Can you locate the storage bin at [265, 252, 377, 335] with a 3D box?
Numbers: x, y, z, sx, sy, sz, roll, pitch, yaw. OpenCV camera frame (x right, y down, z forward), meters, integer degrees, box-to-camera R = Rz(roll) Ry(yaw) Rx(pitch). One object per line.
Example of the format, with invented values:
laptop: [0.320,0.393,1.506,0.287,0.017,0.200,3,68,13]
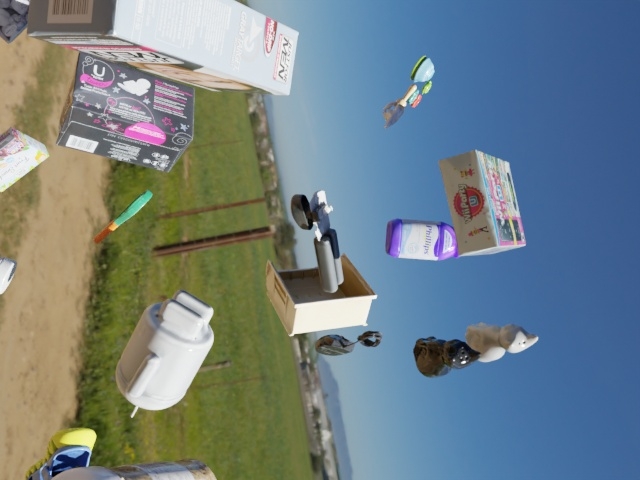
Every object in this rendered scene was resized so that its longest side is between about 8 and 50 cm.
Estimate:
storage bin: [-0.009,0.154,1.929,0.260,0.262,0.123,-126,-142,-50]

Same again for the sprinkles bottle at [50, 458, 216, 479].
sprinkles bottle: [-0.274,0.399,0.951,0.355,0.121,0.121,51,26,-69]

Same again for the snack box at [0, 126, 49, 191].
snack box: [-0.674,-0.171,1.343,0.037,0.141,0.100,58,8,21]

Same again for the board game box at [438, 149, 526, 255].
board game box: [0.394,-0.082,1.496,0.303,0.097,0.224,-2,79,-60]

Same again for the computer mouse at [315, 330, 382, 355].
computer mouse: [0.061,0.214,1.364,0.242,0.071,0.041,-27,-133,55]

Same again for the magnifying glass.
magnifying glass: [-0.561,-0.065,1.778,0.026,0.231,0.092,47,20,-21]

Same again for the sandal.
sandal: [-0.621,0.576,1.479,0.317,0.126,0.138,-57,-142,35]

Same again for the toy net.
toy net: [0.219,-0.371,1.627,0.045,0.232,0.122,36,-20,12]

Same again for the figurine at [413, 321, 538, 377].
figurine: [0.331,0.230,1.338,0.209,0.215,0.092,131,-55,-76]

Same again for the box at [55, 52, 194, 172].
box: [-0.413,-0.266,1.336,0.163,0.247,0.142,-35,-130,50]

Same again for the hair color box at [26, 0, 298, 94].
hair color box: [-0.218,-0.314,0.954,0.374,0.185,0.114,-1,101,-58]

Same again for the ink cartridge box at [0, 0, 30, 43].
ink cartridge box: [-0.690,-0.580,1.364,0.208,0.206,0.045,46,5,-25]

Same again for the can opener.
can opener: [0.000,0.000,1.569,0.074,0.093,0.280,-49,133,-46]

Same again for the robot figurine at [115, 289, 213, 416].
robot figurine: [-0.420,0.308,1.684,0.353,0.200,0.300,-60,175,17]

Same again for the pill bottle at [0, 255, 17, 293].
pill bottle: [-0.954,0.062,1.709,0.119,0.208,0.119,-60,-166,25]

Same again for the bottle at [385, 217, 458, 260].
bottle: [0.337,0.001,1.857,0.092,0.283,0.118,-141,-124,-86]
